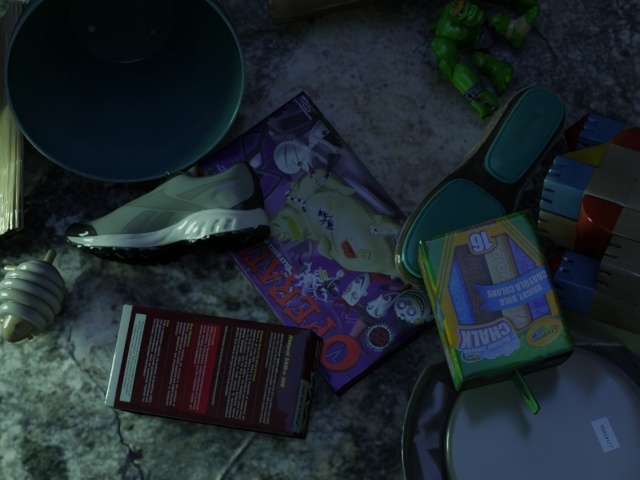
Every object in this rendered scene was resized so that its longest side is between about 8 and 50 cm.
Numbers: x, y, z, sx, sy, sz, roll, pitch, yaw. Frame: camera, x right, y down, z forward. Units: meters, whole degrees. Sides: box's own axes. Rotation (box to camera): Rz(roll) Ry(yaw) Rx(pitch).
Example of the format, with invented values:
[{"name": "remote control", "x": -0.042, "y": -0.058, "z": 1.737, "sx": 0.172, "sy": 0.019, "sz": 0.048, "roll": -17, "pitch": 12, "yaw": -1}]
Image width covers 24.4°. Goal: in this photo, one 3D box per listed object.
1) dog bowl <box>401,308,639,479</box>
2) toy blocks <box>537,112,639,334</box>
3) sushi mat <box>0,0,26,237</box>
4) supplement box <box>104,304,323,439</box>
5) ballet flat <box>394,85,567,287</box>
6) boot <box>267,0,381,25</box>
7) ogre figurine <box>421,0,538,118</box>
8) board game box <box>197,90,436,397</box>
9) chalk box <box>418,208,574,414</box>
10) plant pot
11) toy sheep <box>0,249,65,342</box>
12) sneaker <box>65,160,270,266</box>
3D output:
[{"name": "dog bowl", "x": 0.270, "y": 0.249, "z": 1.730, "sx": 0.348, "sy": 0.102, "sz": 0.349, "roll": -1, "pitch": 72, "yaw": 4}, {"name": "toy blocks", "x": 0.379, "y": -0.033, "z": 1.749, "sx": 0.261, "sy": 0.191, "sz": 0.381, "roll": 19, "pitch": 50, "yaw": 16}, {"name": "sushi mat", "x": -0.420, "y": -0.144, "z": 1.904, "sx": 0.019, "sy": 0.151, "sz": 0.316, "roll": 10, "pitch": 68, "yaw": -35}, {"name": "supplement box", "x": -0.128, "y": 0.158, "z": 1.783, "sx": 0.239, "sy": 0.073, "sz": 0.130, "roll": 7, "pitch": 80, "yaw": 16}, {"name": "ballet flat", "x": 0.197, "y": -0.055, "z": 1.830, "sx": 0.107, "sy": 0.106, "sz": 0.316, "roll": 42, "pitch": 73, "yaw": 1}, {"name": "boot", "x": 0.075, "y": -0.388, "z": 1.952, "sx": 0.269, "sy": 0.089, "sz": 0.236, "roll": -8, "pitch": 35, "yaw": 18}, {"name": "ogre figurine", "x": 0.203, "y": -0.264, "z": 1.912, "sx": 0.118, "sy": 0.097, "sz": 0.197, "roll": 23, "pitch": 90, "yaw": -7}, {"name": "board game box", "x": 0.000, "y": 0.000, "z": 1.863, "sx": 0.208, "sy": 0.056, "sz": 0.347, "roll": -38, "pitch": 73, "yaw": -3}, {"name": "chalk box", "x": 0.199, "y": 0.094, "z": 1.658, "sx": 0.132, "sy": 0.132, "sz": 0.213, "roll": -15, "pitch": 77, "yaw": -1}, {"name": "plant pot", "x": -0.247, "y": -0.247, "z": 1.866, "sx": 0.290, "sy": 0.290, "sz": 0.195, "roll": -13, "pitch": 35, "yaw": 0}, {"name": "toy sheep", "x": -0.364, "y": 0.068, "z": 1.849, "sx": 0.091, "sy": 0.091, "sz": 0.132, "roll": 15, "pitch": 68, "yaw": 9}, {"name": "sneaker", "x": -0.190, "y": -0.031, "z": 1.837, "sx": 0.271, "sy": 0.100, "sz": 0.108, "roll": -10, "pitch": 75, "yaw": 18}]
